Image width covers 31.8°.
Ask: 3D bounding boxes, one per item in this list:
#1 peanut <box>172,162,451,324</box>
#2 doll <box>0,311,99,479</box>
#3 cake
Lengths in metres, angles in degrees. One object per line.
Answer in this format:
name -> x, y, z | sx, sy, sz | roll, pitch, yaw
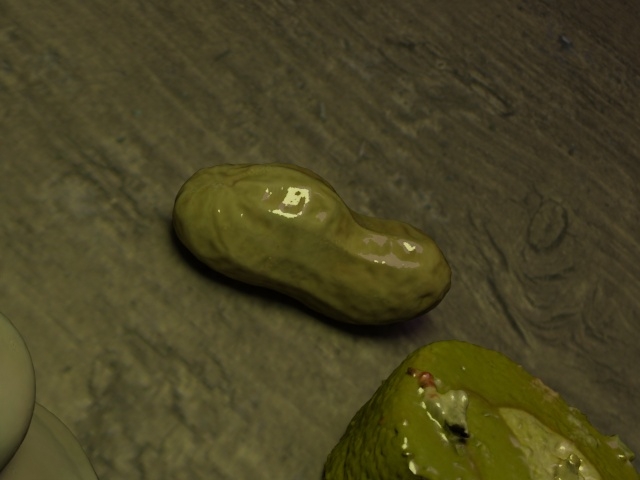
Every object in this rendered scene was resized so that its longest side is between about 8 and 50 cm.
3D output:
peanut -> 0.000, 0.000, 1.036 | 0.275, 0.125, 0.111 | 20, 38, -19
doll -> -0.223, 0.135, 0.661 | 0.251, 0.221, 0.221 | 45, 39, 10
cake -> 0.146, 0.205, 0.923 | 0.261, 0.156, 0.179 | 36, 44, -4
